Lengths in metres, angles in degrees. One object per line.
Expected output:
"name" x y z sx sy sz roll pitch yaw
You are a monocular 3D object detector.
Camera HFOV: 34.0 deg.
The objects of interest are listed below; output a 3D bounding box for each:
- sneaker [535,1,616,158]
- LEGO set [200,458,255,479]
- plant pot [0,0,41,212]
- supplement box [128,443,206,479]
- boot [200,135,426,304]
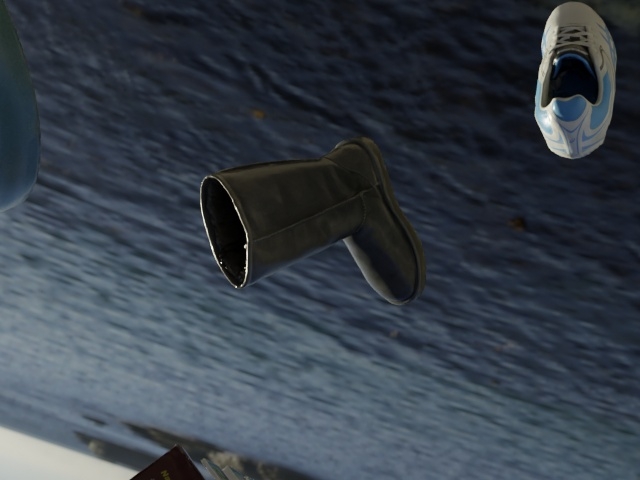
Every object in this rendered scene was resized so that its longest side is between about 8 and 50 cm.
"sneaker" 0.273 -0.189 1.112 0.085 0.237 0.086 0 136 13
"LEGO set" -0.015 0.328 1.128 0.244 0.060 0.182 46 176 27
"plant pot" -0.357 -0.110 0.706 0.293 0.196 0.293 31 139 31
"supplement box" -0.170 0.286 0.818 0.130 0.239 0.073 52 168 14
"boot" -0.001 0.002 0.965 0.076 0.190 0.208 -24 -177 38
